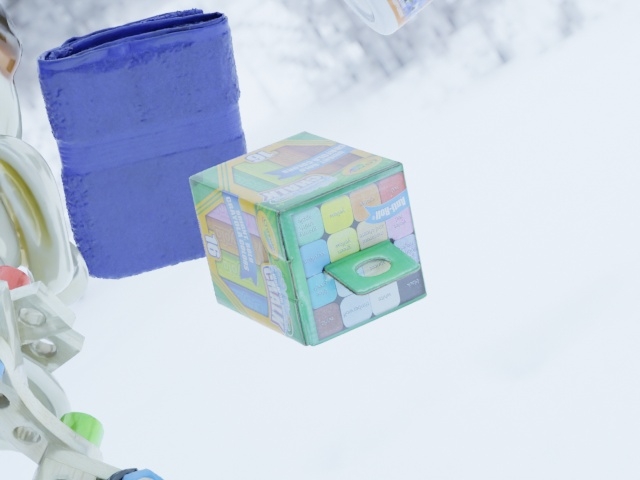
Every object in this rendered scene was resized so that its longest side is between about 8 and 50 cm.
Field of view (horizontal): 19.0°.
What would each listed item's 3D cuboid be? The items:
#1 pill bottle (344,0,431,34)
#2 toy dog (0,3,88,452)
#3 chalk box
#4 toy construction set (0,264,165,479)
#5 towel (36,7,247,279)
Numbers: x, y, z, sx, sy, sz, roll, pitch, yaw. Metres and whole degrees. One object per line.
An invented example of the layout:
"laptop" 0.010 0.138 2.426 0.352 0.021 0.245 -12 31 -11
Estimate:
"pill bottle" 0.120 -0.348 2.203 0.216 0.121 0.121 -41 11 -7
"toy dog" -0.368 -0.034 1.542 0.284 0.395 0.408 -30 31 26
"chalk box" 0.000 0.000 1.665 0.132 0.132 0.213 -22 22 -27
"toy construction set" -0.198 0.177 1.067 0.151 0.215 0.328 128 162 -61
"towel" -0.200 -0.113 2.245 0.227 0.308 0.076 -13 31 -9
